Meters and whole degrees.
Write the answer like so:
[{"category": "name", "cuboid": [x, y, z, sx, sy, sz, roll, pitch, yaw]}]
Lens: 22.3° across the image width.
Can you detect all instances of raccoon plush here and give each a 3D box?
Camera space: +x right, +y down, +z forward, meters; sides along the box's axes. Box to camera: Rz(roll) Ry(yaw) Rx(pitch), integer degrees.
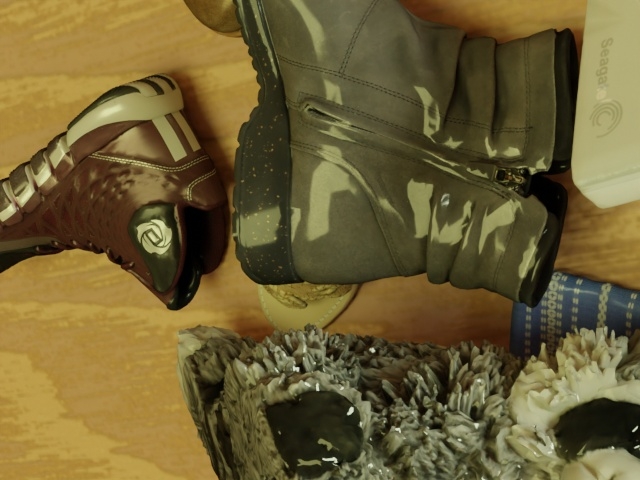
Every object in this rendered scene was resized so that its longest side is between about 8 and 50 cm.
[{"category": "raccoon plush", "cuboid": [0.086, 0.100, 1.091, 0.446, 0.299, 0.216, -126, 24, -56]}]

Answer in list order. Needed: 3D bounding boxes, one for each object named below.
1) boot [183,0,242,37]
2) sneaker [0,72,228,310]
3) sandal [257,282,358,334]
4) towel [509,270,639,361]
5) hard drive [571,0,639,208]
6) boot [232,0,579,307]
[{"category": "boot", "cuboid": [-0.125, -0.278, 1.130, 0.112, 0.115, 0.305, -17, 97, 38]}, {"category": "sneaker", "cuboid": [-0.177, 0.003, 1.285, 0.281, 0.106, 0.162, -36, 87, 39]}, {"category": "sandal", "cuboid": [-0.004, -0.005, 1.164, 0.088, 0.079, 0.240, 48, 129, 13]}, {"category": "towel", "cuboid": [0.261, 0.167, 1.052, 0.336, 0.040, 0.243, 16, 115, 33]}, {"category": "hard drive", "cuboid": [0.276, -0.143, 0.844, 0.308, 0.040, 0.203, -16, 52, 39]}, {"category": "boot", "cuboid": [0.062, -0.129, 1.058, 0.223, 0.118, 0.338, 0, 97, 20]}]
